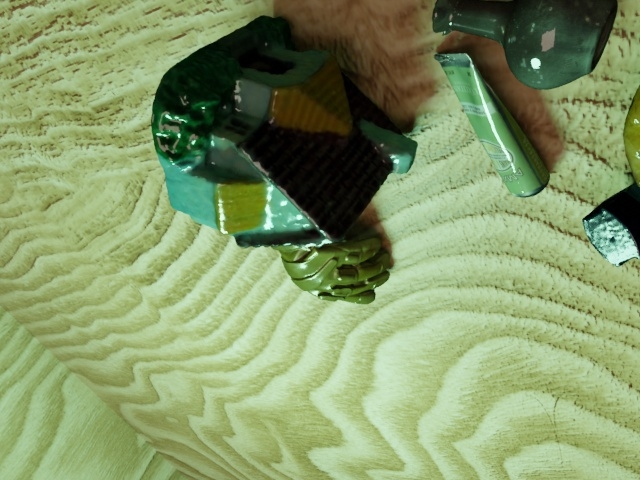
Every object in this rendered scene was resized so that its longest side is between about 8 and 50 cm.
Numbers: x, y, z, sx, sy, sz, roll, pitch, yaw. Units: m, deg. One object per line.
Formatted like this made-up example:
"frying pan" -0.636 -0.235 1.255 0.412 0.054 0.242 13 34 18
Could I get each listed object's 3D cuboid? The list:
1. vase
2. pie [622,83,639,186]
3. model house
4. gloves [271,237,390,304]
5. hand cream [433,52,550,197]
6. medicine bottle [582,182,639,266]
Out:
"vase" 0.209 -0.233 0.535 0.183 0.120 0.120 23 141 28
"pie" 0.430 -0.119 0.461 0.273 0.069 0.273 6 101 33
"model house" -0.019 -0.121 0.635 0.248 0.280 0.230 20 136 17
"gloves" -0.008 0.009 0.870 0.154 0.141 0.331 -24 117 41
"hand cream" 0.225 -0.144 0.643 0.055 0.086 0.235 -42 113 2
"medicine bottle" 0.439 -0.066 0.558 0.258 0.124 0.079 -41 75 45
